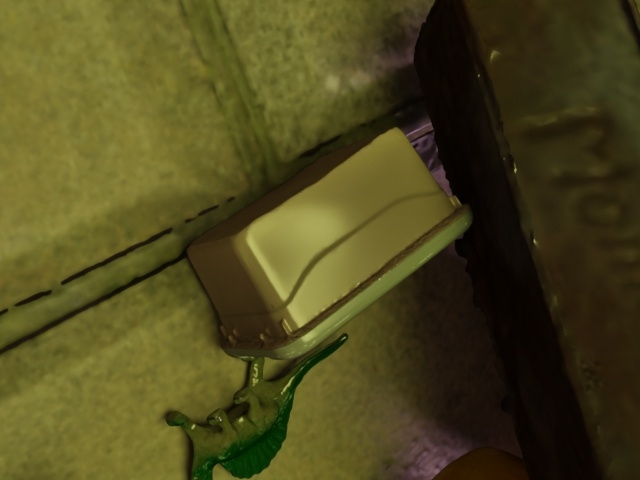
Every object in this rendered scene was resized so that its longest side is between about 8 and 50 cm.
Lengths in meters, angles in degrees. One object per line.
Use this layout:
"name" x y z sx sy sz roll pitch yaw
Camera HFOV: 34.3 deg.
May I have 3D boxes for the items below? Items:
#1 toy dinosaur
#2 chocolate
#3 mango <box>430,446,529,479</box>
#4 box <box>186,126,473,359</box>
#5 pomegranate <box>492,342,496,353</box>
"toy dinosaur" -0.030 0.087 0.521 0.120 0.029 0.060 -39 128 -29
"chocolate" 0.132 0.021 0.480 0.112 0.112 0.321 -11 75 -4
"mango" 0.093 0.242 0.536 0.187 0.138 0.257 -16 87 -3
"box" 0.000 0.000 0.494 0.122 0.089 0.062 -36 100 -24
"pomegranate" 0.188 0.107 0.589 0.131 0.152 0.191 -42 92 -15
